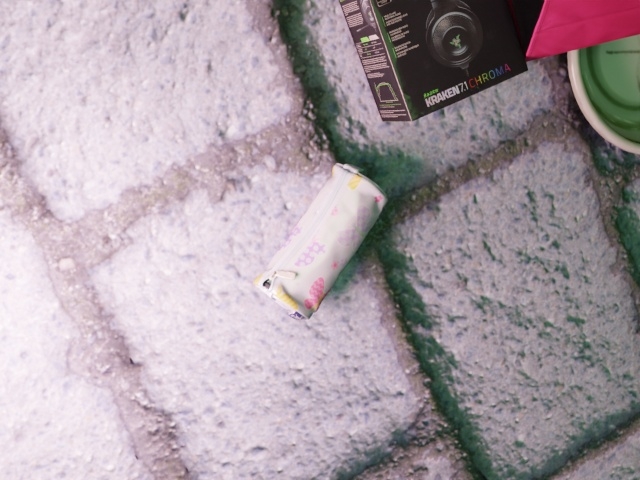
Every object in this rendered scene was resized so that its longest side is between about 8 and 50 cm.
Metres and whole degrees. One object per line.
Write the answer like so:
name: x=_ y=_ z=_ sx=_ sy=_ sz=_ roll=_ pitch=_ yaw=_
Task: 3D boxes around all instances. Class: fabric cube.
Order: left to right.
fabric cube: x=0.445 y=-0.479 z=1.339 sx=0.258 sy=0.259 sz=0.254 roll=-11 pitch=78 yaw=4

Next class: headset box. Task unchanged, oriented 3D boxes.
headset box: x=0.186 y=-0.379 z=1.403 sx=0.246 sy=0.131 sz=0.283 roll=-25 pitch=105 yaw=-15

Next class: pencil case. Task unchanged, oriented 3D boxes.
pencil case: x=0.000 y=0.000 z=1.403 sx=0.273 sy=0.113 sz=0.124 roll=-55 pitch=132 yaw=-6

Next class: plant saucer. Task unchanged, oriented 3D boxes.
plant saucer: x=0.626 y=-0.364 z=1.575 sx=0.401 sy=0.100 sz=0.400 roll=-3 pitch=98 yaw=-19
